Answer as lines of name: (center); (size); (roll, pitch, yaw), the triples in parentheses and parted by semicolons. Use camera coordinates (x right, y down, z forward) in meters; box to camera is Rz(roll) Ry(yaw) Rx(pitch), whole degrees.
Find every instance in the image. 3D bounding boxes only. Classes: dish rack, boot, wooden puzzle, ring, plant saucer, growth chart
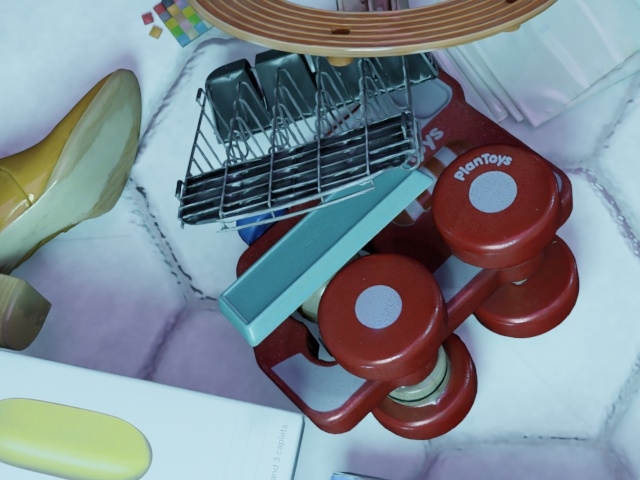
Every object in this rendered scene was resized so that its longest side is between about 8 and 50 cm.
dish rack: (-0.009, -0.087, 0.916); (0.208, 0.271, 0.074); (-17, 122, 13)
boot: (-0.298, -0.045, 0.999); (0.211, 0.104, 0.295); (11, 61, 19)
wooden puzzle: (-0.124, -0.213, 1.078); (0.083, 0.006, 0.049); (-36, 81, -8)
ring: (0.050, -0.233, 0.980); (0.337, 0.032, 0.336); (-3, 38, 2)
plant saucer: (0.000, 0.000, 0.903); (0.192, 0.018, 0.067); (-43, 38, -5)
growth chart: (0.218, -0.196, 1.073); (0.237, 0.021, 0.172); (-24, 79, -6)

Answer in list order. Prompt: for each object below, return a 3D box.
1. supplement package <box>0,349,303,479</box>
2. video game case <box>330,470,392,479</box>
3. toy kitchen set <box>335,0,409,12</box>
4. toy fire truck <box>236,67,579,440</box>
supplement package: (-0.160, 0.208, 0.894); (0.263, 0.198, 0.199); (12, 79, 2)
video game case: (0.106, 0.335, 0.889); (0.244, 0.061, 0.269); (6, 81, 25)
toy kitchen set: (0.051, -0.222, 1.047); (0.068, 0.075, 0.083); (-7, 82, -3)
toy fire truck: (0.059, 0.006, 0.976); (0.302, 0.169, 0.254); (-43, 56, -7)
